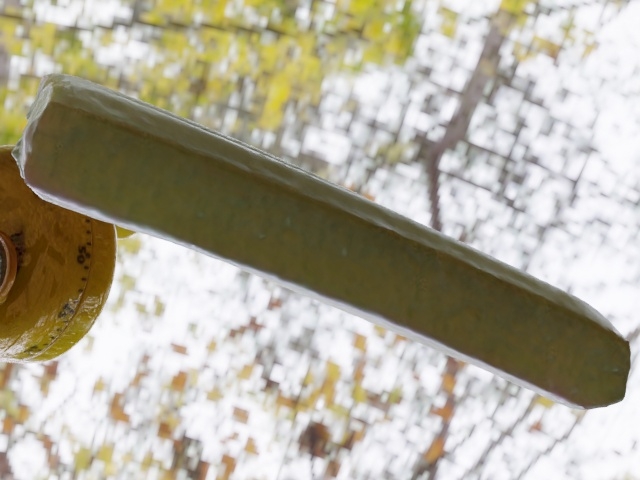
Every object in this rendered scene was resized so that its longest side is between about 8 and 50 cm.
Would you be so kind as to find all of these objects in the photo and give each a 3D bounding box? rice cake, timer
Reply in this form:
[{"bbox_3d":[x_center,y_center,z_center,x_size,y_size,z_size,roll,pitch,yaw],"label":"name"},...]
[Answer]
[{"bbox_3d":[-0.001,0.000,0.671,0.221,0.042,0.080,22,-173,-18],"label":"rice cake"},{"bbox_3d":[-0.139,0.006,0.955,0.109,0.107,0.107,11,-142,-51],"label":"timer"}]
